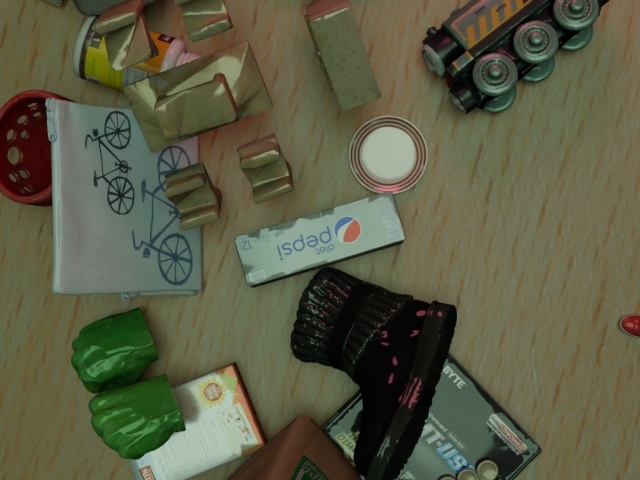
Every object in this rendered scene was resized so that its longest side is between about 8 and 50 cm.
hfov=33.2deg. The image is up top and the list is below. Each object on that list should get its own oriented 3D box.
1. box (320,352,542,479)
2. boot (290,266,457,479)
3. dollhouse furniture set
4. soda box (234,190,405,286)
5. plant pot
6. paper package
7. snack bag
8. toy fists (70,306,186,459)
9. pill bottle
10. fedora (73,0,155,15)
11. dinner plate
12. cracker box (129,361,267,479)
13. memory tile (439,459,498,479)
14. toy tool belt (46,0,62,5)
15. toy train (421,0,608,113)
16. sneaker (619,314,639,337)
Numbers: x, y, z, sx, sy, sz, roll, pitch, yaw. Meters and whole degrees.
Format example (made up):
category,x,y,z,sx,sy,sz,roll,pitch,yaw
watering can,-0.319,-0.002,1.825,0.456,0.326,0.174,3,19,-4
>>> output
category,x,y,z,sx,sy,sz,roll,pitch,yaw
box,0.179,0.357,1.872,0.293,0.073,0.295,-43,89,0
boot,0.058,0.223,1.787,0.260,0.131,0.348,14,62,20
dollhouse furniture set,-0.120,-0.277,1.791,0.394,0.256,0.362,-19,112,5
soda box,0.000,0.000,1.871,0.286,0.098,0.091,-17,86,0
plant pot,-0.442,-0.147,1.828,0.191,0.174,0.191,-3,83,25
paper package,-0.100,0.473,1.710,0.168,0.325,0.309,44,105,-1
snack bag,-0.322,-0.061,1.785,0.037,0.342,0.323,-2,89,37
toy fists,-0.334,0.245,1.823,0.142,0.096,0.279,-19,55,-13
pill bottle,-0.313,-0.311,1.876,0.214,0.117,0.117,17,88,1
fedora,-0.348,-0.466,1.852,0.275,0.243,0.124,-23,118,-17
dinner plate,0.121,-0.152,1.915,0.141,0.017,0.141,0,88,0
cracker box,-0.228,0.329,1.879,0.232,0.067,0.156,-22,86,-1
memory tile,0.247,0.448,1.829,0.148,0.012,0.113,-21,90,-1
toy tool belt,-0.492,-0.459,1.923,0.083,0.052,0.051,25,57,-2
toy train,0.336,-0.370,1.868,0.334,0.142,0.190,-39,76,1
sneaker,0.587,0.156,1.873,0.118,0.067,0.042,12,88,1
